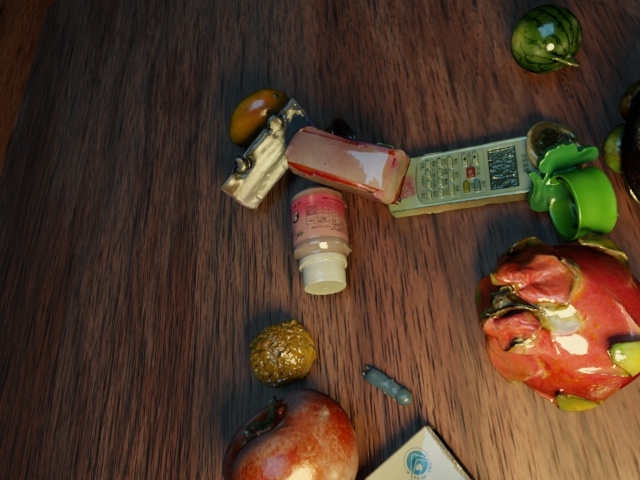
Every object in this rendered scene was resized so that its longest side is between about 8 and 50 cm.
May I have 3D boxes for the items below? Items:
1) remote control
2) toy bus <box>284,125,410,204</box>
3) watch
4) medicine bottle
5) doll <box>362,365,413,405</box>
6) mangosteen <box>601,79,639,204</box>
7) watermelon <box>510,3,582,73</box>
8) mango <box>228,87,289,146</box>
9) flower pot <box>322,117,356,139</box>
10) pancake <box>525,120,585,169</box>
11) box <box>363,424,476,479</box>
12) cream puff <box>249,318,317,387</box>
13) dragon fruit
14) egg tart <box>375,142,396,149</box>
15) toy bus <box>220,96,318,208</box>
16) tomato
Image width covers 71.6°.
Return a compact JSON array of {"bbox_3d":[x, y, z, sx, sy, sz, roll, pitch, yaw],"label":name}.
[{"bbox_3d":[0.320,-0.142,1.024,0.343,0.050,0.145,-8,67,25],"label":"remote control"},{"bbox_3d":[0.057,-0.183,1.048,0.302,0.147,0.128,21,96,26],"label":"toy bus"},{"bbox_3d":[0.476,-0.086,0.836,0.131,0.165,0.152,-10,36,6],"label":"watch"},{"bbox_3d":[0.000,0.000,1.081,0.147,0.147,0.247,-16,63,22],"label":"medicine bottle"},{"bbox_3d":[0.142,0.310,0.949,0.125,0.027,0.037,27,84,37],"label":"doll"},{"bbox_3d":[0.650,-0.158,0.735,0.300,0.300,0.301,-11,65,24],"label":"mangosteen"},{"bbox_3d":[0.513,-0.435,0.989,0.140,0.140,0.187,-33,61,12],"label":"watermelon"},{"bbox_3d":[-0.188,-0.363,1.324,0.221,0.151,0.120,-28,64,16],"label":"mango"},{"bbox_3d":[0.033,-0.263,1.205,0.089,0.111,0.111,-22,60,37],"label":"flower pot"},{"bbox_3d":[0.497,-0.196,0.934,0.139,0.022,0.140,1,64,-3],"label":"pancake"},{"bbox_3d":[0.144,0.537,0.828,0.343,0.065,0.200,-45,56,5],"label":"box"},{"bbox_3d":[-0.095,0.263,1.039,0.150,0.115,0.165,25,82,29],"label":"cream puff"},{"bbox_3d":[0.413,0.126,0.760,0.305,0.226,0.306,-12,62,24],"label":"dragon fruit"},{"bbox_3d":[0.151,-0.213,1.150,0.105,0.039,0.105,-11,66,26],"label":"egg tart"},{"bbox_3d":[-0.140,-0.239,1.234,0.317,0.138,0.112,-48,16,11],"label":"toy bus"},{"bbox_3d":[-0.047,0.431,0.866,0.270,0.270,0.227,-36,94,11],"label":"tomato"}]
